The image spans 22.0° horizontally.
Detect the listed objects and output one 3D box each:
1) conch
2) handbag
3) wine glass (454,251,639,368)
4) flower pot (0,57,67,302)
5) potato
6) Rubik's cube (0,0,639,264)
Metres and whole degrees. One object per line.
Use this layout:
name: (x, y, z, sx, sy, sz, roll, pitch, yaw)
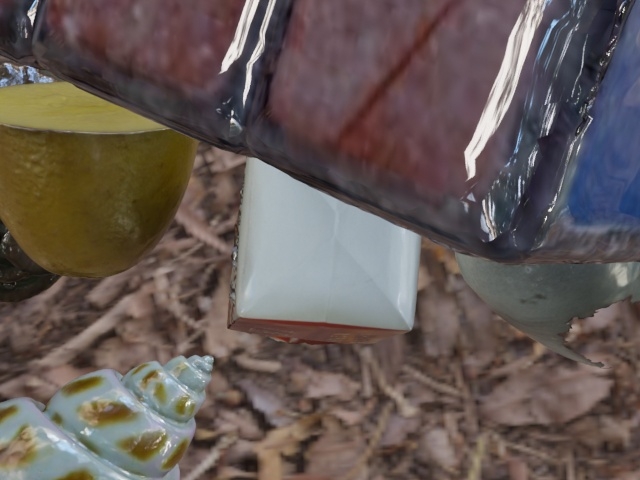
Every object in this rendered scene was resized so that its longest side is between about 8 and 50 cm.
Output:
conch: (-0.277, 0.249, 1.795, 0.368, 0.197, 0.249, -39, 79, -23)
handbag: (0.000, 0.000, 1.400, 0.151, 0.298, 0.171, 5, 85, -4)
wine glass: (0.121, -0.030, 1.036, 0.321, 0.143, 0.143, 35, 66, -44)
flower pot: (-0.381, -0.071, 1.841, 0.213, 0.302, 0.302, 7, 79, -28)
potato: (-0.200, -0.046, 1.398, 0.203, 0.178, 0.158, -12, 114, -50)
Rubik's cube: (0.055, -0.199, 0.558, 0.337, 0.344, 0.344, 2, 111, -56)
